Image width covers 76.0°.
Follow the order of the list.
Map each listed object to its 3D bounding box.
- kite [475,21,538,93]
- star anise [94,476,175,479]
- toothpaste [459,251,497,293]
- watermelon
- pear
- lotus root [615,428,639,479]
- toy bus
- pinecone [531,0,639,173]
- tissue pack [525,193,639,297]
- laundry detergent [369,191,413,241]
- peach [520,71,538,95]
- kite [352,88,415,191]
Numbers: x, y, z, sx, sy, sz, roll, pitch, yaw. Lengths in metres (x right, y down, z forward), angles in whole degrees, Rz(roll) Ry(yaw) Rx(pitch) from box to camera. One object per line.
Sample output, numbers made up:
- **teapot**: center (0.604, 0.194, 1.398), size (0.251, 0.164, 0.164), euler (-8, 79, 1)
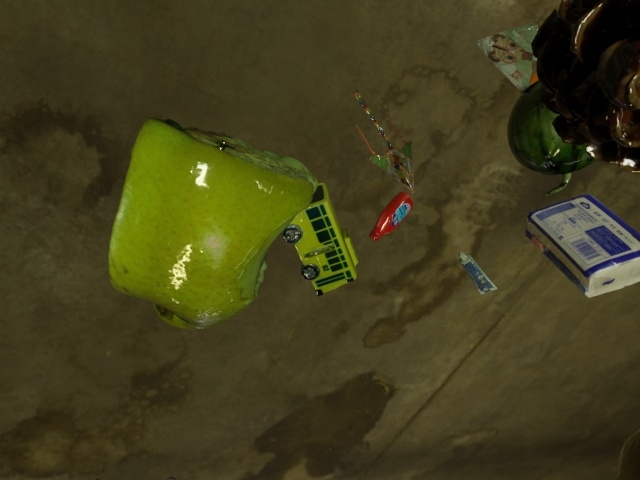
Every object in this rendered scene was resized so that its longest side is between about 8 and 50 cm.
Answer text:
- **kite**: center (0.450, -0.387, 0.870), size (0.249, 0.230, 0.012), euler (15, 157, 5)
- **star anise**: center (-0.227, 0.383, 0.466), size (0.196, 0.213, 0.073), euler (1, 161, 7)
- **toothpaste**: center (0.466, 0.098, 1.231), size (0.057, 0.035, 0.197), euler (-26, 124, 31)
- **watermelon**: center (0.460, -0.207, 0.778), size (0.187, 0.188, 0.215), euler (-18, 96, -4)
- **pear**: center (-0.136, 0.004, 0.542), size (0.176, 0.286, 0.282), euler (28, 101, 0)
- **lotus root**: center (0.424, 0.205, 0.369), size (0.169, 0.152, 0.343), euler (-3, 139, -18)
- **toy bus**: center (0.000, 0.000, 1.048), size (0.149, 0.128, 0.262), euler (-19, 121, 7)
- **pinecone**: center (0.334, -0.189, 0.375), size (0.243, 0.257, 0.244), euler (0, 93, 9)
- **tissue pack**: center (0.734, 0.011, 1.134), size (0.209, 0.270, 0.137), euler (-18, 133, -4)
- **laundry detergent**: center (0.201, -0.060, 1.187), size (0.165, 0.049, 0.097), euler (-47, 141, -14)
- **peach**: center (0.713, -0.480, 1.312), size (0.137, 0.138, 0.138), euler (-9, 128, -11)
- **kite**: center (0.140, -0.209, 0.856), size (0.006, 0.198, 0.245), euler (-26, 97, 44)
